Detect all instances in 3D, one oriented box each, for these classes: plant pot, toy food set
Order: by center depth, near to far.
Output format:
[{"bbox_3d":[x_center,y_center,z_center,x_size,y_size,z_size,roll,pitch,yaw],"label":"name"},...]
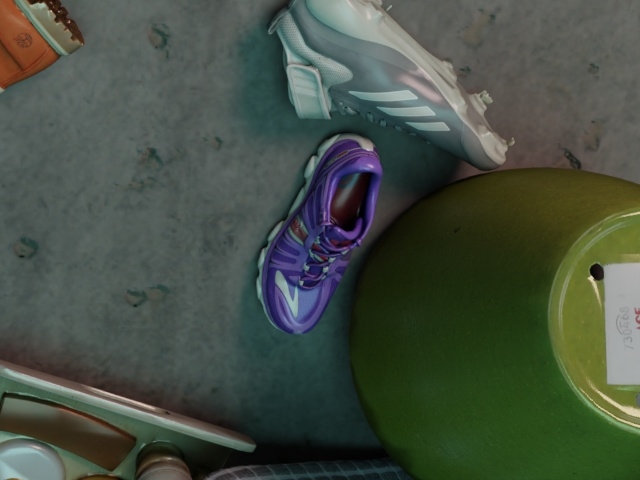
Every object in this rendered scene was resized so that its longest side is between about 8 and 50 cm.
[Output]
[{"bbox_3d":[0.178,0.062,0.927,0.274,0.293,0.275,1,82,-8],"label":"plant pot"},{"bbox_3d":[-0.210,0.253,1.088,0.219,0.092,0.306,20,107,-20],"label":"toy food set"}]

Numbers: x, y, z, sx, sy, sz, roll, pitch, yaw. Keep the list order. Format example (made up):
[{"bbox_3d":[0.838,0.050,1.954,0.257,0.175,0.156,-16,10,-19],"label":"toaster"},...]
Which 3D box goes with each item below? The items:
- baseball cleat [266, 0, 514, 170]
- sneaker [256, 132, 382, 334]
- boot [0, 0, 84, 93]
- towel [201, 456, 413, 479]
[{"bbox_3d":[0.046,-0.110,1.013,0.109,0.072,0.206,-38,111,21],"label":"baseball cleat"},{"bbox_3d":[0.000,0.000,1.038,0.068,0.071,0.170,14,110,-17],"label":"sneaker"},{"bbox_3d":[-0.243,-0.171,0.921,0.084,0.059,0.158,-33,117,8],"label":"boot"},{"bbox_3d":[0.054,0.258,1.036,0.283,0.235,0.121,4,102,-38],"label":"towel"}]
